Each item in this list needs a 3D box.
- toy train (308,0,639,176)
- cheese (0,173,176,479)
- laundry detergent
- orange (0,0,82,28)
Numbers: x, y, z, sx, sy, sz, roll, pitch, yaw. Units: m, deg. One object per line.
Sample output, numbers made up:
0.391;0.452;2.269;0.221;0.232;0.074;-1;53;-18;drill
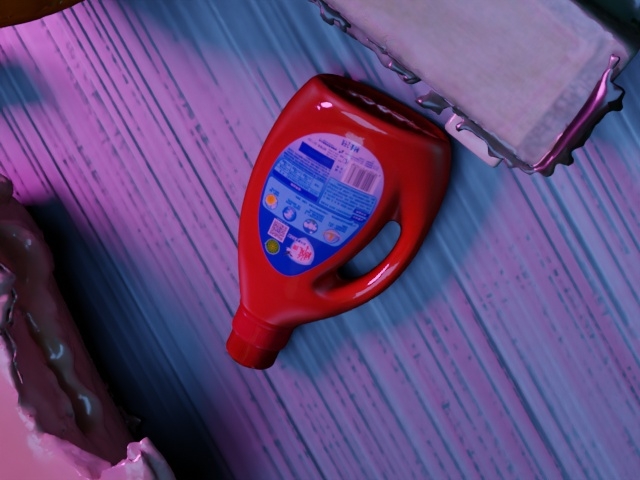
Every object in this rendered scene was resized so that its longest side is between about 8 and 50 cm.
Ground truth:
0.071;-0.171;0.819;0.272;0.159;0.188;38;115;1;toy train
-0.188;0.105;0.992;0.233;0.127;0.266;-30;93;23;cheese
0.000;0.000;0.944;0.097;0.049;0.165;29;113;8;laundry detergent
-0.174;-0.221;0.846;0.246;0.246;0.246;5;104;19;orange
